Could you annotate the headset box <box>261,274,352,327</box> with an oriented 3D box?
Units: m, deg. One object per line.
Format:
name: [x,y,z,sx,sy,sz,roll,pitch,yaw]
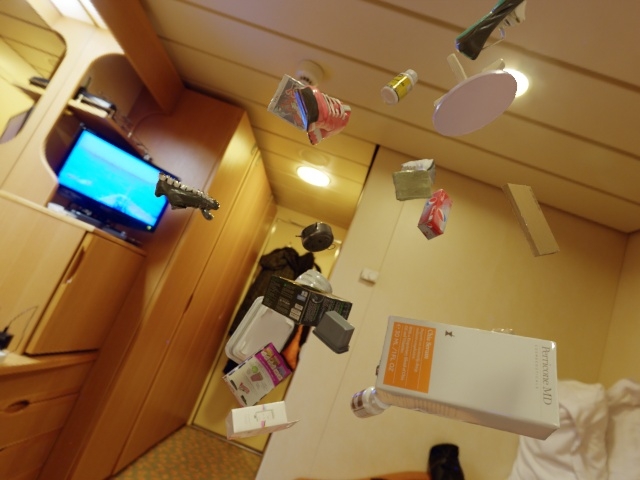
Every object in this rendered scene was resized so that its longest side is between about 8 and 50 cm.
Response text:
headset box: [-0.046,0.257,1.623,0.246,0.131,0.283,16,-5,46]

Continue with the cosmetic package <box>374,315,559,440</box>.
cosmetic package: [0.404,0.380,1.144,0.453,0.230,0.161,6,-34,18]

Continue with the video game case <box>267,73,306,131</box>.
video game case: [-0.120,-0.637,1.866,0.201,0.183,0.023,30,14,-2]

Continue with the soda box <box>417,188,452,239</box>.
soda box: [0.518,-0.121,1.807,0.092,0.263,0.083,47,-46,-15]

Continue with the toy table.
toy table: [0.504,-0.492,1.355,0.274,0.161,0.252,-18,-49,24]

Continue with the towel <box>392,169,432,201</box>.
towel: [0.319,-0.193,1.389,0.148,0.110,0.027,-7,-7,-20]

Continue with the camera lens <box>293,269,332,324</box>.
camera lens: [-0.090,0.328,2.294,0.219,0.274,0.219,32,-34,24]

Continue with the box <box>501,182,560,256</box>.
box: [0.561,-0.056,1.068,0.164,0.201,0.021,-3,-20,-43]

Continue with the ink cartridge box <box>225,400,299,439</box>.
ink cartridge box: [-0.173,0.532,1.194,0.198,0.067,0.115,2,-34,-24]

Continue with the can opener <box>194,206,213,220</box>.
can opener: [-0.564,-0.167,1.865,0.093,0.074,0.280,59,6,17]

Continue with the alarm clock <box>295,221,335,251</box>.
alarm clock: [0.000,0.000,1.598,0.129,0.064,0.192,-33,-37,22]

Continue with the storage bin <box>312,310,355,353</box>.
storage bin: [0.056,0.311,1.390,0.135,0.091,0.098,36,20,34]

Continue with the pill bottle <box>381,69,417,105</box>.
pill bottle: [0.249,-0.480,1.255,0.065,0.116,0.065,42,-16,15]

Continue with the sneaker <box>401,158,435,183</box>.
sneaker: [0.427,-0.299,1.760,0.129,0.111,0.297,-2,10,3]

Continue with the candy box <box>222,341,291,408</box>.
candy box: [-0.256,0.550,1.640,0.159,0.233,0.071,56,-39,3]

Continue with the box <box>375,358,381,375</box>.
box: [0.385,0.609,1.874,0.233,0.044,0.159,9,6,18]

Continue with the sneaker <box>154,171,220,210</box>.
sneaker: [-0.476,-0.145,1.418,0.234,0.106,0.078,26,-2,-14]

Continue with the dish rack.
dish rack: [-0.277,0.475,1.974,0.072,0.333,0.285,3,-35,50]

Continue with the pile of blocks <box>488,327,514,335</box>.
pile of blocks: [0.763,0.506,1.748,0.148,0.113,0.362,-17,4,33]

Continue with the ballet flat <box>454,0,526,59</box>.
ballet flat: [0.508,-0.627,1.140,0.096,0.280,0.095,45,9,-13]

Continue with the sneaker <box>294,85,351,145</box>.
sneaker: [0.014,-0.354,1.088,0.136,0.116,0.314,-17,1,4]

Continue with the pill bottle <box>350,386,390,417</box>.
pill bottle: [0.253,0.797,1.987,0.131,0.131,0.229,25,-37,-12]
